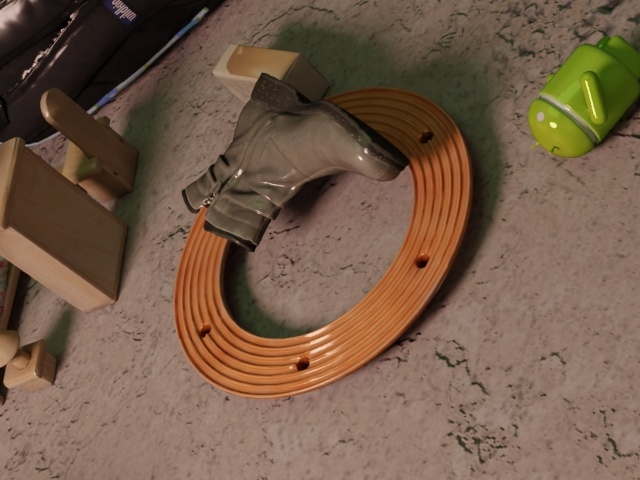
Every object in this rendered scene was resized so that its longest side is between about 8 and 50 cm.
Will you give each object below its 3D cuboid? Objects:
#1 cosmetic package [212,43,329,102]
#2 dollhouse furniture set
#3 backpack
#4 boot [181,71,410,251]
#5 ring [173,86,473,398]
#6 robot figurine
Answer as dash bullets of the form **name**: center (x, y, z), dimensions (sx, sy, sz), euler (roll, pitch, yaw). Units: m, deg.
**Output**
- **cosmetic package**: center (-0.052, -0.170, 1.437), dimensions (0.115, 0.060, 0.041), euler (16, 70, 45)
- **dollhouse furniture set**: center (-0.405, 0.020, 1.508), dimensions (0.355, 0.174, 0.303), euler (-19, 48, 29)
- **backpack**: center (-0.322, -0.276, 1.614), dimensions (0.355, 0.290, 0.273), euler (-52, 32, 6)
- **boot**: center (-0.028, -0.053, 1.278), dimensions (0.161, 0.083, 0.246), euler (-58, 36, -1)
- **ring**: center (0.000, 0.000, 1.283), dimensions (0.337, 0.032, 0.336), euler (-22, 48, 27)
- **robot figurine**: center (0.222, -0.118, 1.153), dimensions (0.115, 0.067, 0.101), euler (-50, 13, -1)
